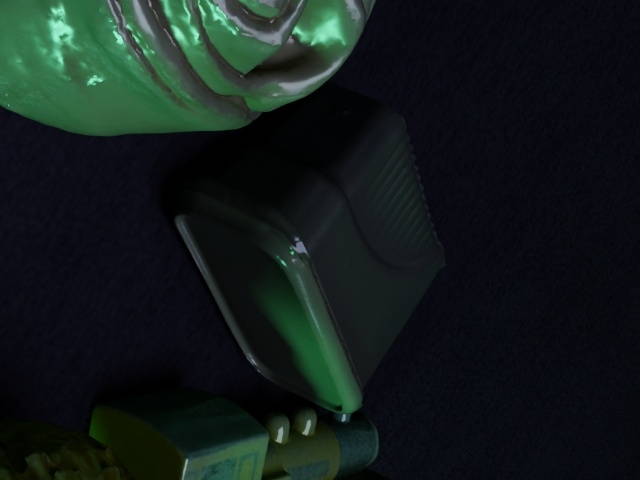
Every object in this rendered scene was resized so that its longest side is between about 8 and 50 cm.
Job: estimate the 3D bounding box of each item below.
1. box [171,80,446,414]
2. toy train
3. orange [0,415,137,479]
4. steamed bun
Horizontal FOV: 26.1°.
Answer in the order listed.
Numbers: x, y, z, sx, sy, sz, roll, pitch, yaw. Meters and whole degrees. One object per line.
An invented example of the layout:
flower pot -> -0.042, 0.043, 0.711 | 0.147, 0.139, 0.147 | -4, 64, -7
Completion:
box -> 0.000, 0.000, 1.168 | 0.178, 0.138, 0.274 | -52, 147, -24
toy train -> -0.057, 0.241, 1.251 | 0.369, 0.150, 0.237 | -5, 112, -52
orange -> -0.241, 0.268, 0.959 | 0.301, 0.223, 0.300 | -45, 132, -17
steamed bun -> -0.063, -0.193, 0.856 | 0.324, 0.219, 0.310 | 7, 109, -54
